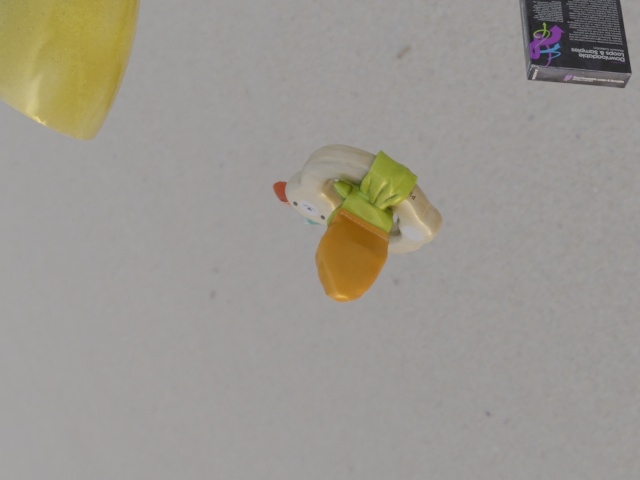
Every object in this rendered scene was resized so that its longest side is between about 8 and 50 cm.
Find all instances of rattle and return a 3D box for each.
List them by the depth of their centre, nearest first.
[{"bbox_3d":[0.000,0.000,0.986,0.200,0.142,0.130,0,156,47],"label":"rattle"}]

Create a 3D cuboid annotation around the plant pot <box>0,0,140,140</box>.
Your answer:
[{"bbox_3d":[-0.167,-0.141,0.700,0.134,0.095,0.134,39,-170,-8],"label":"plant pot"}]

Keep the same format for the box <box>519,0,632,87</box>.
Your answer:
[{"bbox_3d":[0.291,-0.247,1.300,0.116,0.162,0.029,5,144,-2],"label":"box"}]
